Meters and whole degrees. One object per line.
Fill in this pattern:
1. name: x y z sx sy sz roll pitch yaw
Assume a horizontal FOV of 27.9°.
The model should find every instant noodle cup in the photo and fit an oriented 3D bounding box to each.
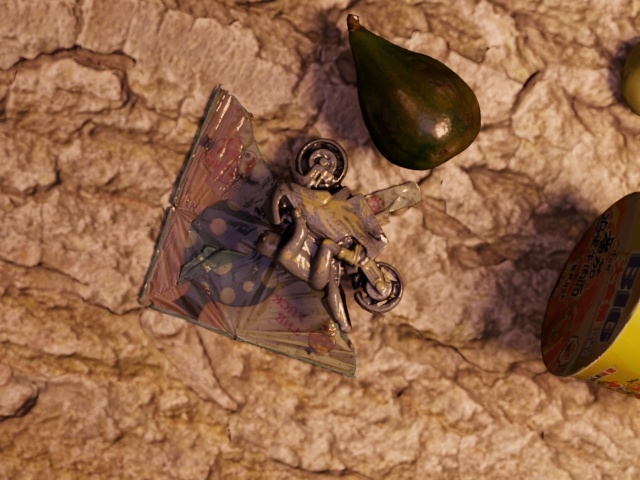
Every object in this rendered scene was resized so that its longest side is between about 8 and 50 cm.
1. instant noodle cup: 0.332 0.069 1.262 0.153 0.205 0.205 24 94 -12

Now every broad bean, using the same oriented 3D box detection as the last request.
1. broad bean: 0.337 -0.164 1.311 0.063 0.045 0.083 -5 103 -11

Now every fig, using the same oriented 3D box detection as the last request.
1. fig: 0.077 -0.147 1.281 0.117 0.117 0.177 -45 77 3

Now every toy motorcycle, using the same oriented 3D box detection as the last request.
1. toy motorcycle: 0.000 0.000 1.297 0.124 0.061 0.193 -24 88 -6

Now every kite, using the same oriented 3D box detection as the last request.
1. kite: -0.046 -0.002 1.332 0.314 0.011 0.335 -23 95 1
